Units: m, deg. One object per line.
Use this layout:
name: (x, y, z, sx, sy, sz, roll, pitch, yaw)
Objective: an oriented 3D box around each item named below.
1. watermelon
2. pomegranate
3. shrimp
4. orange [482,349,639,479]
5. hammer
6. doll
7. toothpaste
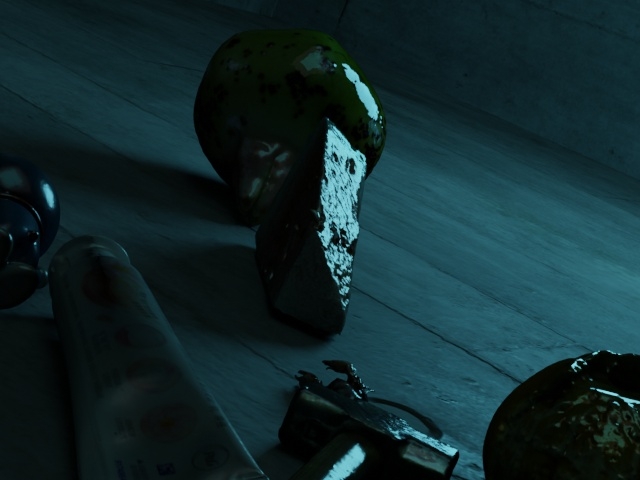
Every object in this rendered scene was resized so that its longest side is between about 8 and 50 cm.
watermelon: (0.000, 0.000, 1.293, 0.095, 0.154, 0.241, 18, 26, -6)
pomegranate: (-0.040, -0.108, 1.565, 0.214, 0.214, 0.247, 19, 45, -3)
shrimp: (0.015, 0.106, 1.037, 0.092, 0.038, 0.029, 35, -23, 51)
orange: (0.184, 0.140, 0.944, 0.157, 0.134, 0.156, 12, 3, -1)
hammer: (-0.020, 0.156, 0.787, 0.111, 0.043, 0.365, 24, 16, 14)
doll: (-0.231, -0.011, 1.051, 0.114, 0.086, 0.152, 61, 4, -29)
toothpaste: (-0.117, 0.079, 0.891, 0.100, 0.066, 0.323, -7, 22, -15)
